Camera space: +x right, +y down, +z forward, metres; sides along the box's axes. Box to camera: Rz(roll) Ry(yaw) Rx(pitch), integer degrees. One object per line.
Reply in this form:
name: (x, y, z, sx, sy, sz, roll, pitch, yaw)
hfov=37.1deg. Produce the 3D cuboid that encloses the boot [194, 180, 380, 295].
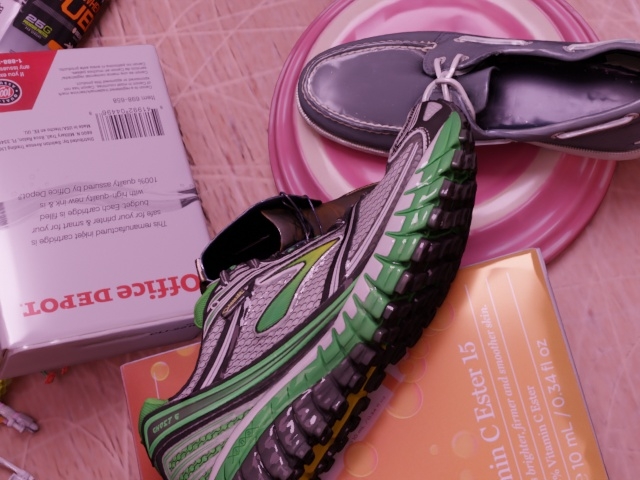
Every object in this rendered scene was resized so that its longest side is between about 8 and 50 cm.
boot: (0.000, 0.000, 0.771, 0.219, 0.106, 0.082, -28, 75, 0)

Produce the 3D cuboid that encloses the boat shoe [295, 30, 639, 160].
boat shoe: (0.128, -0.129, 0.779, 0.319, 0.099, 0.116, 6, 79, 14)

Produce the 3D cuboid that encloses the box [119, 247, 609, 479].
box: (0.042, 0.166, 0.782, 0.345, 0.168, 0.215, -17, 74, 9)

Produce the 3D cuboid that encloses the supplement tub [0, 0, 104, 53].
supplement tub: (-0.286, -0.257, 0.977, 0.117, 0.117, 0.190, 29, 86, 17)

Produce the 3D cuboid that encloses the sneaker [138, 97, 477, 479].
sneaker: (-0.008, 0.039, 0.667, 0.146, 0.134, 0.343, 34, 86, 19)

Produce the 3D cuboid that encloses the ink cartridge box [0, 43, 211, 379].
ink cartridge box: (-0.222, -0.029, 0.870, 0.197, 0.114, 0.273, -10, 72, -26)

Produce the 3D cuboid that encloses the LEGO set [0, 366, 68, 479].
LEGO set: (-0.299, 0.175, 0.893, 0.107, 0.132, 0.287, 32, 61, 1)

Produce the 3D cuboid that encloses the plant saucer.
plant saucer: (0.106, -0.114, 0.876, 0.332, 0.084, 0.332, -3, 77, 13)
